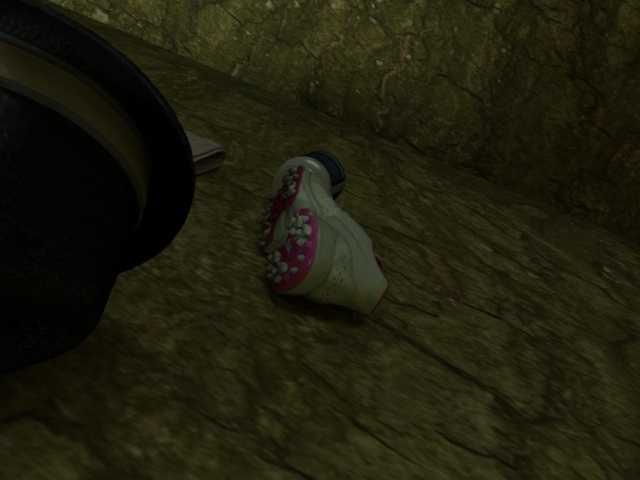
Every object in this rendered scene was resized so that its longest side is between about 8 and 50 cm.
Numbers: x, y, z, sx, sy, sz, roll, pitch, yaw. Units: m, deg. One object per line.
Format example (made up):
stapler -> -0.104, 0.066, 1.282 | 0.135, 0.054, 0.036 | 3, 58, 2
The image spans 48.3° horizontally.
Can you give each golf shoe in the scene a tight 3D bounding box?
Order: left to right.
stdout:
golf shoe -> 0.000, 0.000, 0.914 | 0.140, 0.115, 0.306 | 27, 21, -18

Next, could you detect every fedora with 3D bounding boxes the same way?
fedora -> -0.250, -0.012, 0.454 | 0.334, 0.334, 0.152 | 13, 48, -24

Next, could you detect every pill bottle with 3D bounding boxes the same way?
pill bottle -> -0.021, -0.096, 1.179 | 0.094, 0.094, 0.169 | 24, 16, 10

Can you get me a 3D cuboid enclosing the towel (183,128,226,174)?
towel -> -0.352, -0.180, 1.126 | 0.332, 0.053, 0.317 | 24, 17, 9
